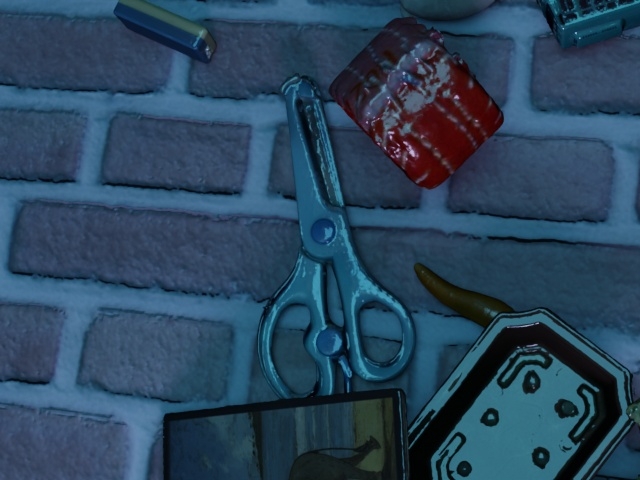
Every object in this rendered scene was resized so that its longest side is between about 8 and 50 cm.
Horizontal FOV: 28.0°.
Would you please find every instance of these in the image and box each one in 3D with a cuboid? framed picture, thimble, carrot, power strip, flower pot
[{"bbox_3d":[-0.043,0.296,1.323,0.347,0.016,0.264,-11,76,41],"label":"framed picture"},{"bbox_3d":[0.102,-0.147,1.374,0.125,0.189,0.163,-44,98,4],"label":"thimble"},{"bbox_3d":[0.159,0.065,1.397,0.142,0.035,0.035,28,86,21],"label":"carrot"},{"bbox_3d":[-0.182,-0.252,1.523,0.123,0.056,0.032,26,85,16],"label":"power strip"},{"bbox_3d":[0.202,0.204,1.334,0.179,0.084,0.251,38,88,17],"label":"flower pot"}]

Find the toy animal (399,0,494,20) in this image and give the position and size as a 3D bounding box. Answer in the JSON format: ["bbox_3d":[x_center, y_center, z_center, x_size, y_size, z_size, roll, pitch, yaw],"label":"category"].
[{"bbox_3d":[0.111,-0.341,1.371,0.138,0.282,0.140,21,82,31],"label":"toy animal"}]

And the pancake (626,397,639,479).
[{"bbox_3d":[0.502,0.226,1.209,0.427,0.067,0.305,26,56,16],"label":"pancake"}]

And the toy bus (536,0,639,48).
[{"bbox_3d":[0.319,-0.270,1.402,0.160,0.079,0.091,-16,77,8],"label":"toy bus"}]

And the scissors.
[{"bbox_3d":[0.000,0.000,1.445,0.180,0.032,0.392,-11,78,11],"label":"scissors"}]
